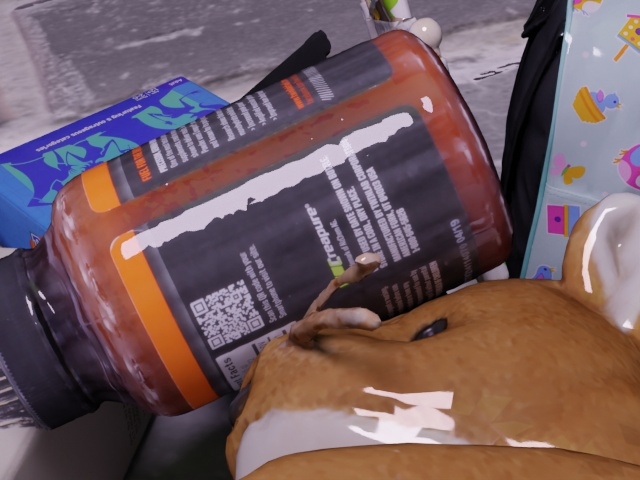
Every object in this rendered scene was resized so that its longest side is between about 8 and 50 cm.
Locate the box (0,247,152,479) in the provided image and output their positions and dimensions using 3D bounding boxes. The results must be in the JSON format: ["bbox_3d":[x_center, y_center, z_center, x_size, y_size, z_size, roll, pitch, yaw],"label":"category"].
[{"bbox_3d":[-0.163,0.116,0.589,0.113,0.094,0.275,2,34,11],"label":"box"}]

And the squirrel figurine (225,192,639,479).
[{"bbox_3d":[0.134,0.146,0.421,0.397,0.281,0.370,6,22,-10],"label":"squirrel figurine"}]

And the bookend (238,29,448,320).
[{"bbox_3d":[0.000,0.000,0.694,0.156,0.072,0.157,46,38,-5],"label":"bookend"}]

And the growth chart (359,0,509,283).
[{"bbox_3d":[0.051,-0.068,0.739,0.021,0.172,0.237,-18,17,0],"label":"growth chart"}]

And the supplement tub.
[{"bbox_3d":[-0.032,0.001,0.557,0.198,0.106,0.106,-24,36,-3],"label":"supplement tub"}]

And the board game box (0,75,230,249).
[{"bbox_3d":[-0.080,-0.015,0.813,0.160,0.047,0.210,-29,42,-31],"label":"board game box"}]

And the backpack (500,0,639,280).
[{"bbox_3d":[0.162,-0.056,0.719,0.144,0.188,0.166,5,35,14],"label":"backpack"}]
